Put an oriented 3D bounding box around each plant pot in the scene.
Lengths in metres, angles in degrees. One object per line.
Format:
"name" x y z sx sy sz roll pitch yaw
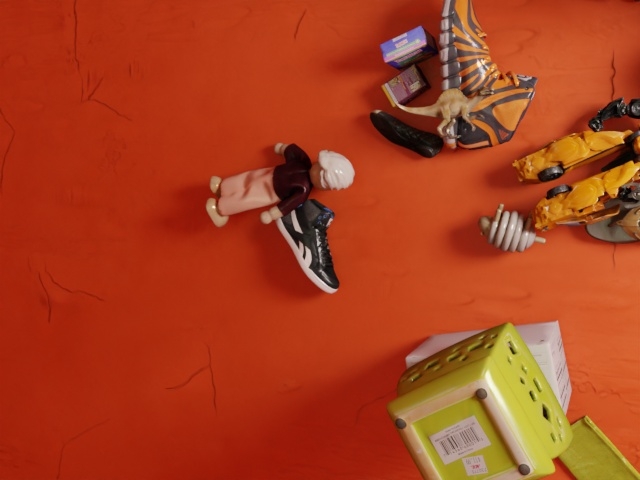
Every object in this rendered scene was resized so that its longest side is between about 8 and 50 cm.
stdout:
"plant pot" 0.250 0.293 1.101 0.228 0.207 0.227 -31 83 24

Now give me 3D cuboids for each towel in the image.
"towel" 0.554 0.459 1.301 0.102 0.021 0.237 -44 76 19

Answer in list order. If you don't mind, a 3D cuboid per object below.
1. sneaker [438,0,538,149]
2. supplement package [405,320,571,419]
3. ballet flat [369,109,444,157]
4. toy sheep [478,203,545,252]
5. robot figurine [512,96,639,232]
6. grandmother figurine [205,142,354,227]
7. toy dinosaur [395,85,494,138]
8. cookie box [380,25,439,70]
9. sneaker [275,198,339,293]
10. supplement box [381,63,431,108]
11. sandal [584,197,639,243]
"sneaker" 0.327 -0.339 1.312 0.180 0.124 0.321 0 104 20
"supplement package" 0.324 0.254 1.290 0.262 0.204 0.145 -10 91 24
"ballet flat" 0.178 -0.227 1.420 0.173 0.057 0.049 33 65 18
"toy sheep" 0.372 -0.018 1.319 0.132 0.091 0.091 19 101 16
"robot figurine" 0.515 -0.134 1.235 0.291 0.085 0.211 -22 68 24
"grandmother figurine" -0.086 -0.129 1.498 0.343 0.104 0.207 -9 69 26
"toy dinosaur" 0.240 -0.240 1.284 0.183 0.053 0.092 -10 85 15
"cookie box" 0.180 -0.386 1.368 0.092 0.107 0.040 -19 85 24
"sneaker" 0.000 0.000 1.486 0.121 0.079 0.217 -40 77 21
"supplement box" 0.178 -0.319 1.408 0.083 0.043 0.055 -30 81 23
"sandal" 0.598 -0.026 1.230 0.219 0.060 0.089 14 99 24
